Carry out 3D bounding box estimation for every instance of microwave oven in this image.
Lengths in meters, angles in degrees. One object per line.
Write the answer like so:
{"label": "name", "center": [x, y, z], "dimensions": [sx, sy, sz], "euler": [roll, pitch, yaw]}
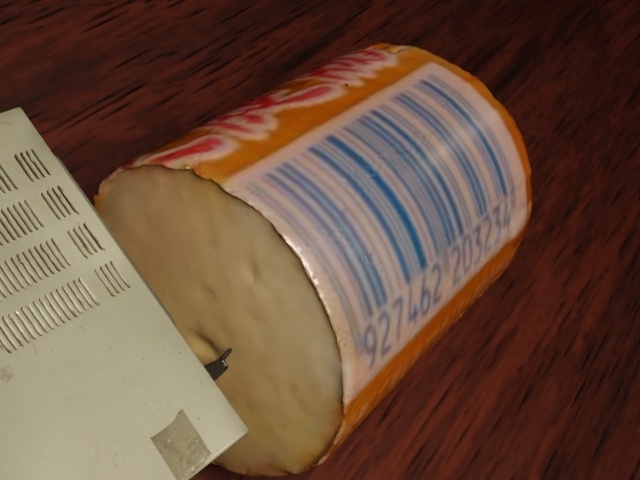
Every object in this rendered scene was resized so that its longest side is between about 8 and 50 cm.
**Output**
{"label": "microwave oven", "center": [-0.189, 0.072, 0.565], "dimensions": [0.240, 0.145, 0.194], "euler": [54, 43, 4]}

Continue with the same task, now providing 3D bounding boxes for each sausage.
{"label": "sausage", "center": [0.000, 0.000, 0.706], "dimensions": [0.233, 0.233, 0.287], "euler": [50, 44, 1]}
